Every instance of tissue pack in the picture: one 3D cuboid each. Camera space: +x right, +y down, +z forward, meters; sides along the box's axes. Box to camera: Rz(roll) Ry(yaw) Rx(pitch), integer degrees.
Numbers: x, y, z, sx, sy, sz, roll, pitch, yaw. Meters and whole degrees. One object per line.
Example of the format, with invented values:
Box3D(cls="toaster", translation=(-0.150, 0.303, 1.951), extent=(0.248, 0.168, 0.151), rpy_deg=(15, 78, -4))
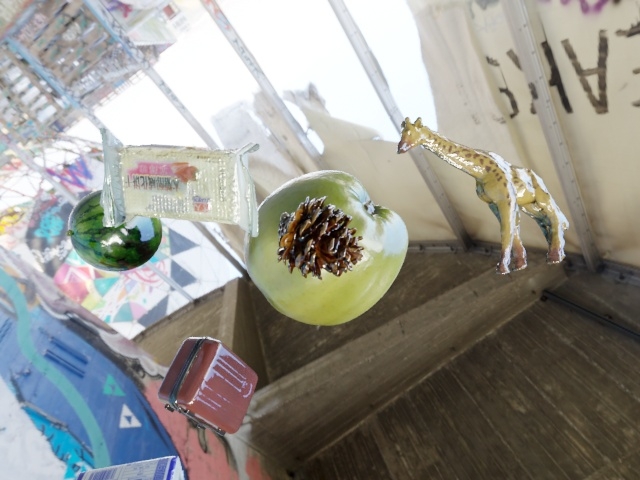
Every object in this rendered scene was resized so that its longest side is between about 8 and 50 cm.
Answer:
Box3D(cls="tissue pack", translation=(-0.503, 0.696, 1.046), extent=(0.270, 0.137, 0.209), rpy_deg=(-8, -153, -6))

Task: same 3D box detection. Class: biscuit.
Box3D(cls="biscuit", translation=(-0.262, -0.102, 0.754), extent=(0.309, 0.185, 0.079), rpy_deg=(5, -164, 2))

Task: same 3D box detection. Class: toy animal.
Box3D(cls="toy animal", translation=(0.219, -0.069, 0.532), extent=(0.149, 0.275, 0.054), rpy_deg=(-37, -179, -14))

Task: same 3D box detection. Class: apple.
Box3D(cls="apple", translation=(0.005, 0.018, 0.989), extent=(0.360, 0.320, 0.311), rpy_deg=(-44, -135, 24))

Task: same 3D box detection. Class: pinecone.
Box3D(cls="pinecone", translation=(0.000, 0.000, 0.765), extent=(0.174, 0.173, 0.173), rpy_deg=(-27, -148, 18))

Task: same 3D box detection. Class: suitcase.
Box3D(cls="suitcase", translation=(-0.347, 0.461, 1.295), extent=(0.161, 0.297, 0.236), rpy_deg=(-1, -130, 29))

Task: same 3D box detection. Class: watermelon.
Box3D(cls="watermelon", translation=(-0.574, -0.029, 1.144), extent=(0.242, 0.242, 0.242), rpy_deg=(-27, -148, 18))
